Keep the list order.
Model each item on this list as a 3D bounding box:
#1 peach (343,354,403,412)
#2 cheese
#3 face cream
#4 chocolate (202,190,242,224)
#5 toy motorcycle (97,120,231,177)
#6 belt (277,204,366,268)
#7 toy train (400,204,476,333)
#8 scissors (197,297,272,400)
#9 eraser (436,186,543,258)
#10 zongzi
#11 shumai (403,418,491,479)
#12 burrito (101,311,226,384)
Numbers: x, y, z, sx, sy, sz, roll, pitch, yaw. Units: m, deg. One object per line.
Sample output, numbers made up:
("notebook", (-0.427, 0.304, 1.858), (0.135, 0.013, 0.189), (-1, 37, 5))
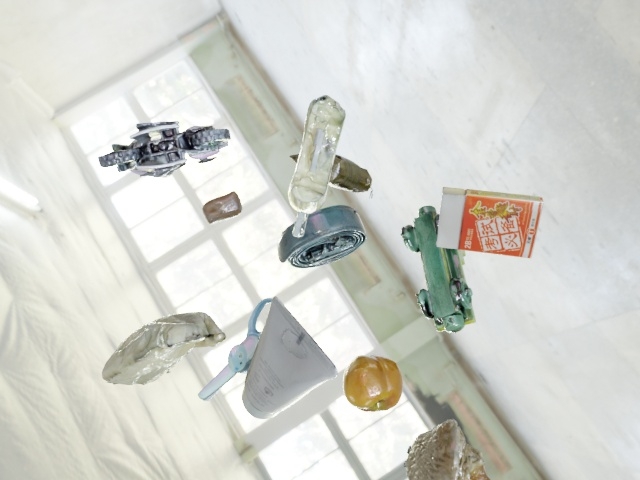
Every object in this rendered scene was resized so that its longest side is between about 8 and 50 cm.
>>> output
("peach", (0.114, 0.320, 1.319), (0.138, 0.138, 0.138), (57, 175, 8))
("cheese", (-0.015, -0.073, 0.777), (0.235, 0.049, 0.128), (110, 172, -65))
("face cream", (-0.065, 0.210, 0.939), (0.143, 0.089, 0.314), (50, 149, 15))
("chocolate", (-0.249, -0.081, 1.469), (0.031, 0.100, 0.065), (-94, -14, -82))
("toy motorcycle", (-0.389, -0.234, 1.490), (0.188, 0.326, 0.143), (-153, 50, -82))
("belt", (0.000, 0.000, 1.691), (0.206, 0.267, 0.116), (48, -160, -64))
("toy train", (0.344, 0.090, 1.624), (0.237, 0.150, 0.369), (35, -139, -54))
("scissors", (-0.150, 0.229, 1.139), (0.030, 0.256, 0.125), (25, -156, -48))
("eraser", (0.399, -0.042, 1.399), (0.038, 0.230, 0.157), (-65, -22, -53))
("zongzi", (0.035, -0.187, 1.589), (0.184, 0.084, 0.187), (22, -177, 41))
("shumai", (0.222, 0.378, 0.983), (0.116, 0.146, 0.145), (19, -171, -20))
("burrito", (-0.423, 0.277, 1.578), (0.190, 0.331, 0.135), (19, -132, -48))
